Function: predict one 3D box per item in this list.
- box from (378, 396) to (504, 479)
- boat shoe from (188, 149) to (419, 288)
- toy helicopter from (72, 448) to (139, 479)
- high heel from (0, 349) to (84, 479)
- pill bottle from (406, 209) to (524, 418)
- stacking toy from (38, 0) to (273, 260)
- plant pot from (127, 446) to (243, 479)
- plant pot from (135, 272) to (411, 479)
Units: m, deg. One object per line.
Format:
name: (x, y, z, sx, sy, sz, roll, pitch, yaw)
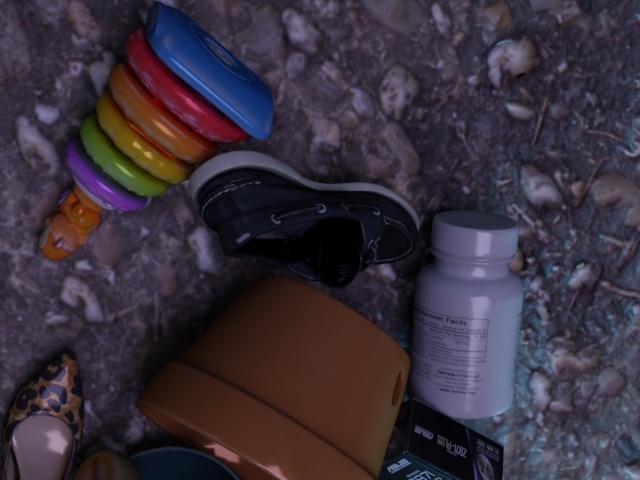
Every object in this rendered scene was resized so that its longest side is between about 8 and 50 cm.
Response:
box: (0.107, 0.281, 1.611, 0.147, 0.077, 0.180, 31, 137, -23)
boat shoe: (0.003, -0.002, 1.467, 0.127, 0.113, 0.340, -34, 148, 25)
toy helicopter: (-0.192, 0.354, 1.406, 0.140, 0.355, 0.235, 35, 96, -39)
high heel: (-0.305, 0.263, 1.465, 0.093, 0.186, 0.261, 18, 99, -22)
pill bottle: (0.176, 0.086, 1.603, 0.131, 0.131, 0.229, -1, 105, -18)
stacking toy: (-0.206, -0.093, 1.437, 0.166, 0.175, 0.302, 39, 105, -21)
plant pot: (-0.149, 0.407, 1.533, 0.290, 0.290, 0.195, -46, 140, -2)
plant pot: (-0.032, 0.172, 1.496, 0.291, 0.291, 0.203, 37, 76, -23)
